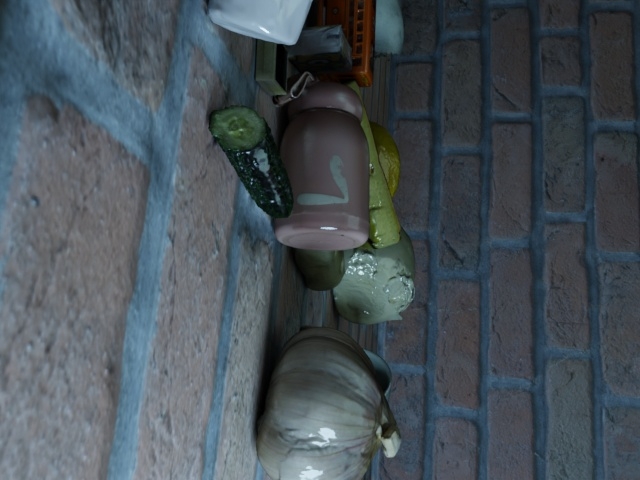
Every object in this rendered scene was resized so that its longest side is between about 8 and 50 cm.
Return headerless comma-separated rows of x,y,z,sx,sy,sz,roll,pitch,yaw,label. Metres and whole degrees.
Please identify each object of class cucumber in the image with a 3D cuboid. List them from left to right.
-0.090,-0.105,0.886,0.265,0.077,0.077,71,23,-66,cucumber

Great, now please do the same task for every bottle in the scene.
-0.003,-0.143,1.092,0.206,0.173,0.297,17,71,-46,bottle

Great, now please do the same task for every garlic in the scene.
0.004,0.312,1.072,0.322,0.241,0.322,54,25,-40,garlic

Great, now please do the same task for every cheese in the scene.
0.002,0.000,1.301,0.263,0.092,0.159,70,21,-64,cheese

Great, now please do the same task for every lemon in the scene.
0.099,-0.181,1.490,0.204,0.204,0.260,1,84,-79,lemon

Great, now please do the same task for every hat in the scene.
-0.070,-0.323,0.762,0.203,0.203,0.126,-41,146,-75,hat

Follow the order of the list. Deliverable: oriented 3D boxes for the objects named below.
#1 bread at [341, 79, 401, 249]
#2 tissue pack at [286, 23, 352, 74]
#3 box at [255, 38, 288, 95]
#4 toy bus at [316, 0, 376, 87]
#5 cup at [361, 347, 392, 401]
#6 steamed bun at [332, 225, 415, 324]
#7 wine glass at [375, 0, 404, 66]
0.069,-0.149,1.290,0.138,0.077,0.362,5,-63,59,bread
0.001,-0.377,1.203,0.148,0.108,0.060,-4,92,-78,tissue pack
-0.079,-0.289,0.999,0.083,0.035,0.080,16,75,-78,box
0.054,-0.515,1.349,0.143,0.153,0.330,11,80,-77,toy bus
0.050,0.427,1.476,0.258,0.186,0.234,-33,138,-41,cup
0.165,0.068,1.770,0.334,0.232,0.312,80,17,-50,steamed bun
0.139,-0.666,1.682,0.190,0.190,0.357,-45,132,-74,wine glass
